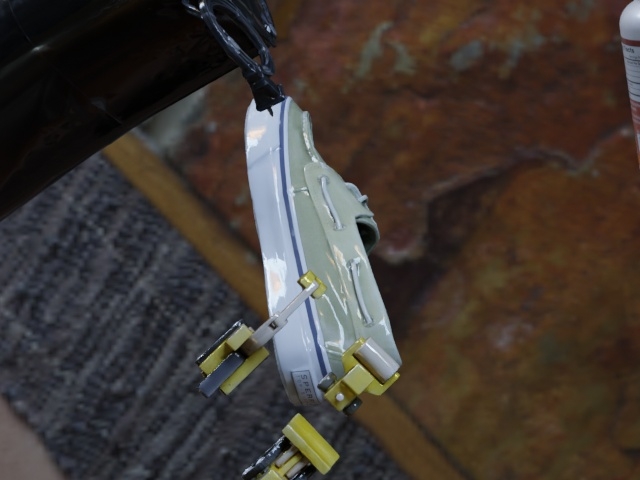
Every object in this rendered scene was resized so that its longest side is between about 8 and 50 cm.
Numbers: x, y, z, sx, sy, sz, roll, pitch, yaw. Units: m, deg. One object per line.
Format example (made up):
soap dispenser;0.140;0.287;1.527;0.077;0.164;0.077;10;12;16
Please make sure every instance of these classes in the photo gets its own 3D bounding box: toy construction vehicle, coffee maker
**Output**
toy construction vehicle;-0.016;0.075;0.791;0.098;0.035;0.086;-41;91;4
coffee maker;-0.122;-0.089;0.722;0.178;0.120;0.171;-33;28;13

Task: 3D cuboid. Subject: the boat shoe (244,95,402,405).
boat shoe;0.000;0.000;1.272;0.094;0.109;0.302;-11;53;2

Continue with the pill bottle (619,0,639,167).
pill bottle;0.352;-0.170;1.520;0.121;0.121;0.216;1;110;35
